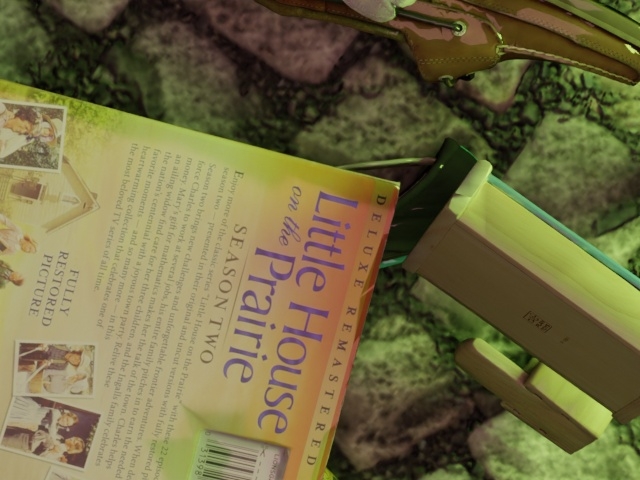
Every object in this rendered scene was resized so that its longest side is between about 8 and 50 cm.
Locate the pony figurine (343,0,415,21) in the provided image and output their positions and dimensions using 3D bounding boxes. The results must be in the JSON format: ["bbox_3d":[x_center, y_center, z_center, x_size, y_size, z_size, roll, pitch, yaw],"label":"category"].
[{"bbox_3d":[-0.001,-0.355,1.077,0.351,0.303,0.363,34,55,-8],"label":"pony figurine"}]

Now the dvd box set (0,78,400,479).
[{"bbox_3d":[-0.184,0.053,1.151,0.420,0.062,0.307,14,93,-10],"label":"dvd box set"}]

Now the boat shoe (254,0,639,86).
[{"bbox_3d":[0.099,-0.167,1.243,0.307,0.111,0.104,22,99,3],"label":"boat shoe"}]

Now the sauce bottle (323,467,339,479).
[{"bbox_3d":[0.016,0.264,1.319,0.111,0.111,0.344,-44,103,5],"label":"sauce bottle"}]

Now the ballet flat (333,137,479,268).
[{"bbox_3d":[0.000,0.000,1.278,0.280,0.095,0.096,-24,93,-10],"label":"ballet flat"}]

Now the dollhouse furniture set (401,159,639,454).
[{"bbox_3d":[0.226,-0.042,1.243,0.198,0.286,0.303,37,70,2],"label":"dollhouse furniture set"}]
